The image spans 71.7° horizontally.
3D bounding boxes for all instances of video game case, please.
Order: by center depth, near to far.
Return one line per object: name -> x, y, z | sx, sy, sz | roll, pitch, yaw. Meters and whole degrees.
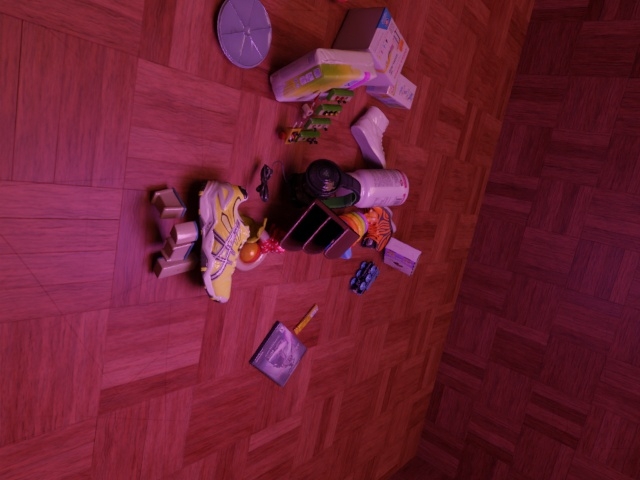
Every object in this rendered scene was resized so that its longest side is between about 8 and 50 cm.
video game case -> -0.168, 0.478, 1.844 | 0.196, 0.026, 0.274 | -55, 139, -19

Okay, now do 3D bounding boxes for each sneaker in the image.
sneaker -> -0.287, 0.013, 1.340 | 0.147, 0.145, 0.384 | -1, 108, -10
sneaker -> 0.250, -0.433, 1.903 | 0.169, 0.108, 0.292 | -53, 138, -18
sneaker -> 0.255, -0.054, 2.059 | 0.180, 0.125, 0.321 | -60, 142, -16

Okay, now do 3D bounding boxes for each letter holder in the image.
letter holder -> 0.000, 0.000, 1.566 | 0.214, 0.152, 0.302 | -48, 168, 4

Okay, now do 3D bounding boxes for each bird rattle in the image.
bird rattle -> -0.230, 0.009, 1.521 | 0.207, 0.143, 0.253 | -53, 154, -4

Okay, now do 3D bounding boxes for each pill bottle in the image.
pill bottle -> 0.215, -0.219, 1.857 | 0.283, 0.160, 0.160 | -5, 110, -30

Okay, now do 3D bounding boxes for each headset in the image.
headset -> -0.036, -0.170, 1.555 | 0.394, 0.243, 0.185 | 17, 68, -34

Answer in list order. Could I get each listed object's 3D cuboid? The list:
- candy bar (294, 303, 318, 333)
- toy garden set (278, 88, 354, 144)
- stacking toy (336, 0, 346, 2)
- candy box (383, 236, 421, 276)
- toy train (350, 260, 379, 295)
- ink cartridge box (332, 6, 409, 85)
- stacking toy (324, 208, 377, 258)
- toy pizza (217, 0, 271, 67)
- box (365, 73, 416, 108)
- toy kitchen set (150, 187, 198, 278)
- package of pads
candy bar -> -0.059, 0.340, 1.924 | 0.161, 0.018, 0.040 | -48, 141, -28
toy garden set -> -0.014, -0.409, 1.506 | 0.204, 0.049, 0.244 | -17, 160, -47
stacking toy -> 0.017, -0.901, 1.408 | 0.141, 0.141, 0.330 | -64, 149, -9
candy box -> 0.408, 0.085, 2.231 | 0.070, 0.165, 0.196 | -57, 163, -19
toy train -> 0.216, 0.188, 2.157 | 0.184, 0.080, 0.105 | -56, 146, -19
ink cartridge box -> 0.194, -0.717, 1.657 | 0.233, 0.168, 0.171 | 30, 81, -53
stacking toy -> 0.141, -0.064, 1.869 | 0.302, 0.166, 0.175 | -30, 123, -38
toy pizza -> -0.224, -0.611, 1.294 | 0.201, 0.032, 0.201 | -25, 125, -43
box -> 0.300, -0.640, 1.868 | 0.203, 0.114, 0.103 | 7, 101, -52
toy kitchen set -> -0.421, -0.024, 1.279 | 0.122, 0.166, 0.207 | -15, 153, -47
package of pads -> 0.008, -0.539, 1.456 | 0.296, 0.229, 0.101 | -21, 99, -47
